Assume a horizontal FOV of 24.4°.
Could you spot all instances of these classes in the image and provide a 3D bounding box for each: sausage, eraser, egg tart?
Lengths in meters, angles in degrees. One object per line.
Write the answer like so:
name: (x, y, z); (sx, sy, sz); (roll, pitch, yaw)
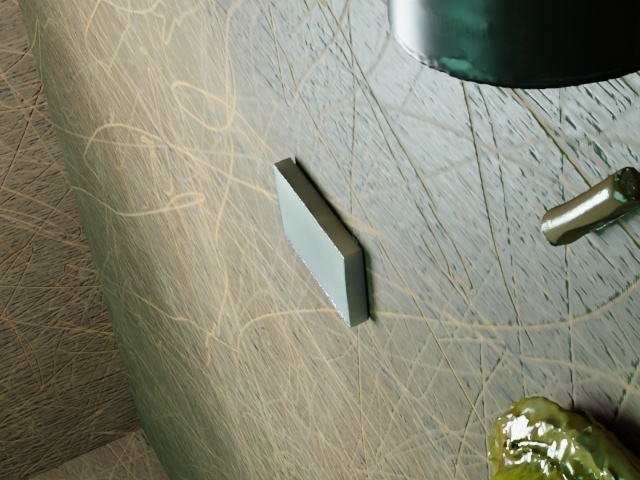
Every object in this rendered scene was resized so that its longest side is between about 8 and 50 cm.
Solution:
sausage: (0.159, -0.020, 0.866); (0.026, 0.026, 0.116); (65, 164, 6)
eraser: (0.000, 0.000, 1.443); (0.150, 0.023, 0.104); (53, 160, 39)
egg tart: (0.185, 0.247, 1.014); (0.288, 0.118, 0.288); (53, 159, 31)

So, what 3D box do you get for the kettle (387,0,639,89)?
kettle: (0.107, -0.187, 0.601); (0.202, 0.144, 0.232); (28, 141, 36)
